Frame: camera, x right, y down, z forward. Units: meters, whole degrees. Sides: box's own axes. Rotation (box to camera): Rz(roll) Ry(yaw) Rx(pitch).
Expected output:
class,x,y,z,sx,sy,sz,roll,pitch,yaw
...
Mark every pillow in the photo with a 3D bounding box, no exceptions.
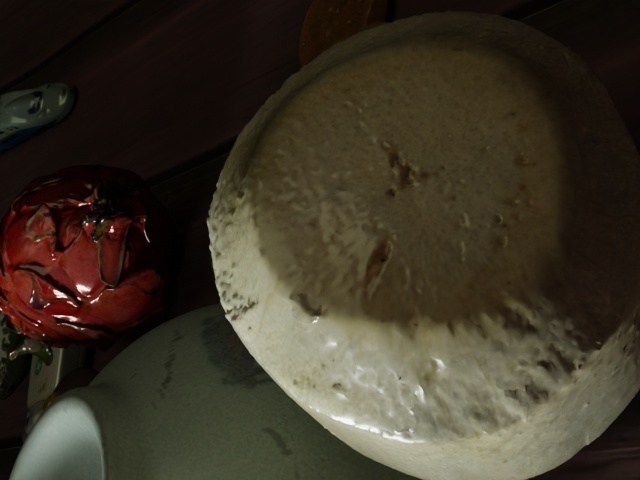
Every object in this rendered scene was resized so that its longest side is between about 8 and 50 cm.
class,x,y,z,sx,sy,sz,roll,pitch,yaw
pillow,-0.322,0.063,1.492,0.093,0.051,0.241,81,-168,-68

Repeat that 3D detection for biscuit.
class,x,y,z,sx,sy,sz,roll,pitch,yaw
biscuit,0.018,-0.145,1.105,0.133,0.027,0.184,-46,38,36

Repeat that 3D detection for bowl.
class,x,y,z,sx,sy,sz,roll,pitch,yaw
bowl,-0.105,0.210,0.958,0.435,0.196,0.435,-32,49,47

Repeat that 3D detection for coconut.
class,x,y,z,sx,sy,sz,roll,pitch,yaw
coconut,0.071,0.013,0.750,0.237,0.266,0.237,-6,73,18

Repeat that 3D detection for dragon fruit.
class,x,y,z,sx,sy,sz,roll,pitch,yaw
dragon fruit,-0.214,0.017,1.252,0.209,0.172,0.172,-48,39,35

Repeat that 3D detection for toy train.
class,x,y,z,sx,sy,sz,roll,pitch,yaw
toy train,-0.375,-0.157,1.693,0.234,0.051,0.052,-14,67,54

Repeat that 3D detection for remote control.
class,x,y,z,sx,sy,sz,roll,pitch,yaw
remote control,-0.271,0.064,1.425,0.090,0.049,0.230,-28,54,51

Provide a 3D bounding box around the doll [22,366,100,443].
class,x,y,z,sx,sy,sz,roll,pitch,yaw
doll,-0.238,0.201,1.271,0.188,0.096,0.145,-47,31,50

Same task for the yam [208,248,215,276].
class,x,y,z,sx,sy,sz,roll,pitch,yaw
yam,0.000,0.000,1.031,0.253,0.061,0.061,-11,66,54
